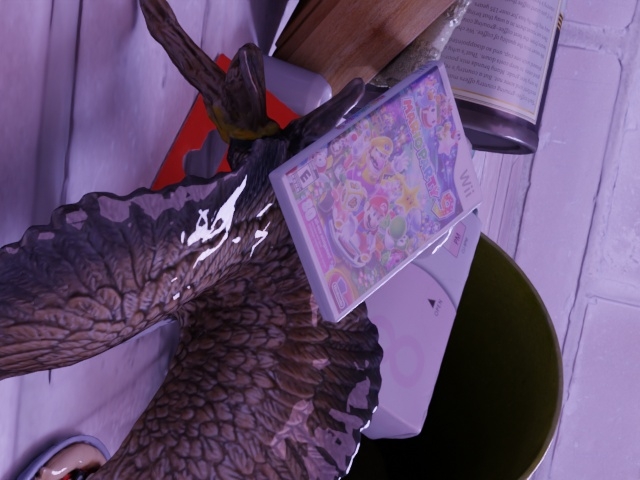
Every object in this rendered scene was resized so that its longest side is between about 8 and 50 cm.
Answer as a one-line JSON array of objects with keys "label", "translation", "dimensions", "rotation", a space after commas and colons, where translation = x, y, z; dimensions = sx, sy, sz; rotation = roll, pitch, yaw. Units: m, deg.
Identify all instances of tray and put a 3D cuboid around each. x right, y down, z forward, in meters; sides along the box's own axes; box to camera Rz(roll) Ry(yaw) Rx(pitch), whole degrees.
[{"label": "tray", "translation": [0.097, -0.253, 0.813], "dimensions": [0.203, 0.076, 0.411], "rotation": [-63, -168, -24]}]

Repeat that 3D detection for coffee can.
[{"label": "coffee can", "translation": [0.132, -0.236, 1.133], "dimensions": [0.201, 0.201, 0.275], "rotation": [11, 91, -76]}]

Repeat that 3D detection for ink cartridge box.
[{"label": "ink cartridge box", "translation": [0.000, 0.000, 0.831], "dimensions": [0.232, 0.066, 0.189], "rotation": [41, 53, -28]}]

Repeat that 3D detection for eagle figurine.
[{"label": "eagle figurine", "translation": [-0.066, 0.037, 0.647], "dimensions": [0.298, 0.226, 0.225], "rotation": [-69, -175, -48]}]

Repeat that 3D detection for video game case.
[{"label": "video game case", "translation": [0.033, -0.027, 0.620], "dimensions": [0.122, 0.011, 0.087], "rotation": [-38, 121, -31]}]

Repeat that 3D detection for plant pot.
[{"label": "plant pot", "translation": [0.020, 0.152, 1.011], "dimensions": [0.293, 0.274, 0.275], "rotation": [111, 1, -57]}]

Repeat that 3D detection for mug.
[{"label": "mug", "translation": [-0.027, -0.100, 0.915], "dimensions": [0.062, 0.064, 0.078], "rotation": [-60, 159, -51]}]

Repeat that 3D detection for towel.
[{"label": "towel", "translation": [0.077, -0.161, 0.915], "dimensions": [0.110, 0.027, 0.148], "rotation": [-58, -169, 4]}]

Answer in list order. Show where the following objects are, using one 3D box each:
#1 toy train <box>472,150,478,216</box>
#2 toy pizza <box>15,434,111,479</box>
[{"label": "toy train", "translation": [0.105, -0.050, 1.350], "dimensions": [0.190, 0.142, 0.334], "rotation": [-58, 159, -77]}, {"label": "toy pizza", "translation": [-0.163, 0.218, 0.733], "dimensions": [0.201, 0.032, 0.201], "rotation": [13, 90, -76]}]
